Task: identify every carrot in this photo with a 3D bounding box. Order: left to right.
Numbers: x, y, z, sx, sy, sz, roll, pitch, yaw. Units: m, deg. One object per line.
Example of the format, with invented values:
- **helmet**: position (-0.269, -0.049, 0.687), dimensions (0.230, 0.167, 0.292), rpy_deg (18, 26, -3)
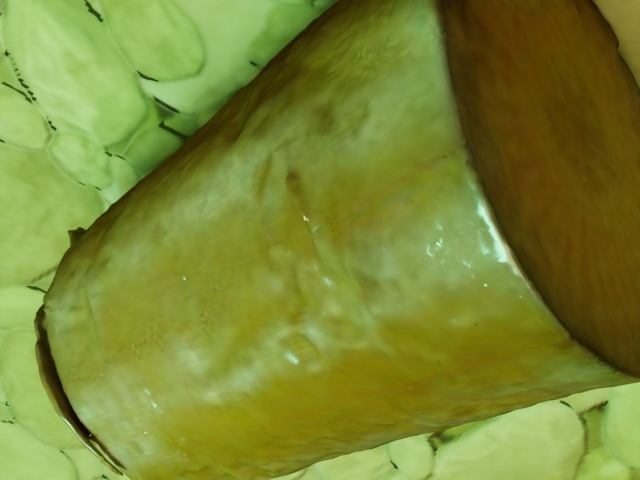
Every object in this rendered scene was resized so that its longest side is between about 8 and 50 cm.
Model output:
- **carrot**: position (0.000, 0.000, 0.647), dimensions (0.254, 0.196, 0.196), rpy_deg (-25, 122, 32)
